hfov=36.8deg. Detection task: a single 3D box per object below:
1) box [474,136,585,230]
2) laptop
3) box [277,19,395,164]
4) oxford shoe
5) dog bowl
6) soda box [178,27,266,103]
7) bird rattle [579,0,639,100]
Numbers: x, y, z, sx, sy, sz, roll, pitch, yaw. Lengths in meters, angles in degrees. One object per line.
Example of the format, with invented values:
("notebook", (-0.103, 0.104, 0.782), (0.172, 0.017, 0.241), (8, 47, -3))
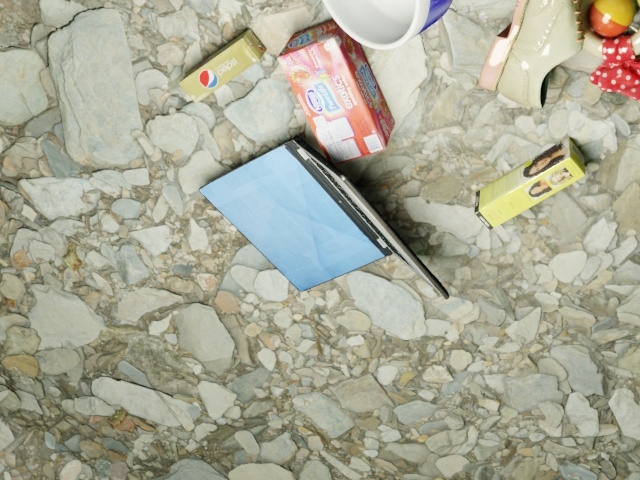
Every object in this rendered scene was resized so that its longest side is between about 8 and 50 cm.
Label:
("box", (0.423, -0.114, 1.960), (0.232, 0.087, 0.058), (-33, 112, 29))
("laptop", (0.000, 0.000, 2.016), (0.236, 0.408, 0.382), (-44, 121, 0))
("box", (0.036, -0.295, 1.909), (0.128, 0.122, 0.257), (-15, 119, 24))
("oxford shoe", (0.423, -0.412, 1.713), (0.146, 0.140, 0.397), (31, 137, 11))
("dog bowl", (0.108, -0.480, 1.701), (0.265, 0.104, 0.265), (36, 147, 29))
("soda box", (-0.200, -0.355, 1.965), (0.181, 0.061, 0.058), (-29, 112, 28))
("bird rattle", (0.552, -0.392, 1.747), (0.207, 0.143, 0.253), (36, 138, 3))
